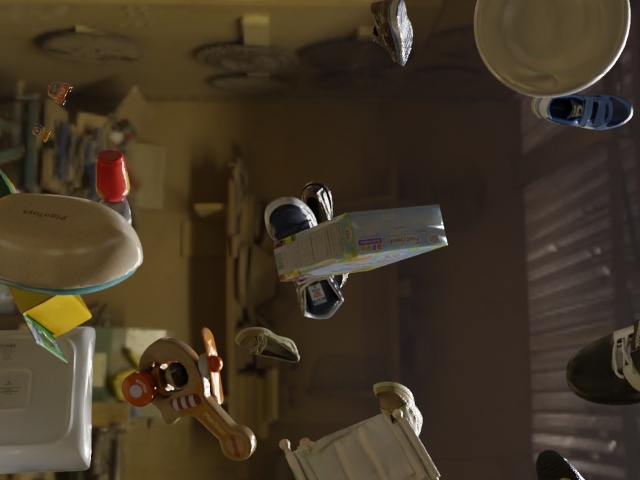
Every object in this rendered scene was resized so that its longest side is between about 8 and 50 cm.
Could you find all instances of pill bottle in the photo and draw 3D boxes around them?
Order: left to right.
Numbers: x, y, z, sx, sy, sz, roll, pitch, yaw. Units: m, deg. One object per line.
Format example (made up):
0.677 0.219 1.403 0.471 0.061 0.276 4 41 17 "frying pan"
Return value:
0.256 -0.254 0.968 0.272 0.152 0.152 -53 146 -66 "pill bottle"

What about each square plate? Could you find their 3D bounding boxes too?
-0.653 0.319 1.817 0.049 0.347 0.344 104 -18 -51 "square plate"

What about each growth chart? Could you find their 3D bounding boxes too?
0.071 0.359 1.356 0.172 0.237 0.021 68 -27 20 "growth chart"

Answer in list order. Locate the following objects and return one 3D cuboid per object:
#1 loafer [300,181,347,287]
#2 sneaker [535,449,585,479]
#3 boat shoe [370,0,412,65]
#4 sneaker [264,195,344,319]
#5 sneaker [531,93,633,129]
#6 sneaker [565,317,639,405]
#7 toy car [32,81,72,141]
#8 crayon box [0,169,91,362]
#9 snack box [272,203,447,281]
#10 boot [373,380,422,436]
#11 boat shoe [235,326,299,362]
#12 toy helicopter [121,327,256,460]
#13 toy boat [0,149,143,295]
0.000 0.000 2.034 0.084 0.096 0.267 -69 148 -71 "loafer"
0.442 0.445 1.482 0.209 0.069 0.082 53 20 14 "sneaker"
0.137 -0.412 1.708 0.183 0.066 0.066 67 40 -61 "boat shoe"
-0.029 0.046 1.767 0.282 0.099 0.153 69 0 -46 "sneaker"
0.383 -0.187 1.268 0.059 0.144 0.053 -75 168 -78 "sneaker"
0.498 0.147 1.255 0.146 0.331 0.122 38 43 -43 "sneaker"
-0.494 -0.237 1.587 0.122 0.040 0.060 -60 -162 8 "toy car"
-0.503 0.041 1.516 0.323 0.083 0.203 58 -11 14 "crayon box"
0.056 0.006 1.311 0.207 0.174 0.070 -24 -104 54 "snack box"
0.176 0.436 1.999 0.165 0.077 0.213 -80 149 -41 "boot"
-0.113 0.229 1.884 0.056 0.153 0.048 -56 -144 14 "boat shoe"
-0.279 0.371 2.072 0.235 0.355 0.140 -47 175 16 "toy helicopter"
-0.383 -0.013 1.384 0.318 0.267 0.148 -64 162 -53 "toy boat"
